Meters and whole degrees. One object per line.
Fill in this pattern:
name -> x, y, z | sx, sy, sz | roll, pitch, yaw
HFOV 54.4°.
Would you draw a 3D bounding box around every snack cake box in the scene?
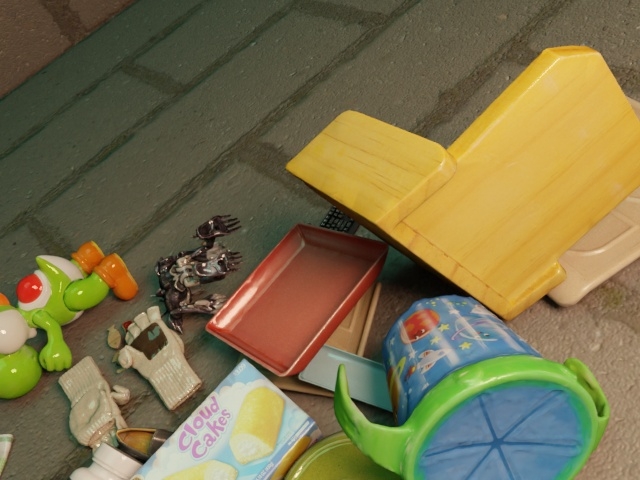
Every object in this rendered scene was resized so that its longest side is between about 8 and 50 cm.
snack cake box -> -0.142, 0.324, 0.898 | 0.152, 0.089, 0.264 | 36, 71, 25

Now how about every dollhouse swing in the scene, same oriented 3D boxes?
dollhouse swing -> 0.210, -0.103, 0.872 | 0.305, 0.347, 0.315 | -56, 40, 2

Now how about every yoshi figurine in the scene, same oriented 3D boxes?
yoshi figurine -> -0.546, 0.173, 1.239 | 0.362, 0.203, 0.203 | -39, 84, -30

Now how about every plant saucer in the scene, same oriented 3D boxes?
plant saucer -> -0.036, 0.092, 1.013 | 0.258, 0.047, 0.259 | -50, 32, -18
plant saucer -> 0.038, 0.345, 0.800 | 0.241, 0.037, 0.241 | -16, 43, 16
plant saucer -> 0.067, 0.211, 0.928 | 0.192, 0.018, 0.067 | 18, 57, 9

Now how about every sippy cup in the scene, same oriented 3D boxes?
sippy cup -> 0.185, 0.191, 0.791 | 0.240, 0.305, 0.224 | -48, 26, 14

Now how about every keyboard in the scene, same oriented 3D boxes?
keyboard -> 0.000, 0.000, 1.199 | 0.108, 0.023, 0.180 | 14, 57, 35

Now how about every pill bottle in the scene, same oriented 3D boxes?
pill bottle -> -0.342, 0.402, 0.925 | 0.108, 0.108, 0.180 | 14, 63, 35

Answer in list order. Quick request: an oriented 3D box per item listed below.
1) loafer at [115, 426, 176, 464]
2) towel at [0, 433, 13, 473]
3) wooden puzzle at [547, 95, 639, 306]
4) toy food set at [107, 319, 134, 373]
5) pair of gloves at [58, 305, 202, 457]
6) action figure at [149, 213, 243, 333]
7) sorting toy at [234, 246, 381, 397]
loafer -> -0.252, 0.330, 0.990 | 0.170, 0.061, 0.062 | -5, 47, 21
towel -> -0.623, 0.424, 1.113 | 0.113, 0.023, 0.152 | -12, 46, 17
wooden puzzle -> 0.435, -0.078, 1.025 | 0.348, 0.080, 0.322 | -36, 44, -2
toy food set -> -0.368, 0.200, 1.196 | 0.078, 0.019, 0.122 | -28, 44, 0
pair of gloves -> -0.349, 0.249, 1.105 | 0.240, 0.042, 0.204 | -35, 53, -4
action figure -> -0.222, 0.070, 1.158 | 0.276, 0.141, 0.164 | -41, 58, 48
sorting toy -> -0.007, 0.119, 1.074 | 0.229, 0.041, 0.307 | 0, 53, 27
